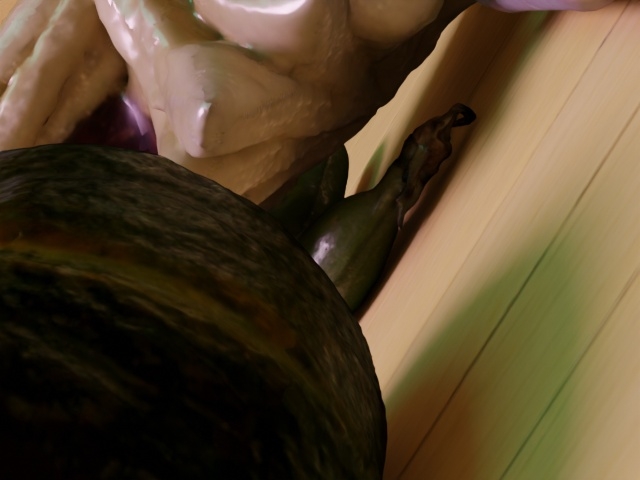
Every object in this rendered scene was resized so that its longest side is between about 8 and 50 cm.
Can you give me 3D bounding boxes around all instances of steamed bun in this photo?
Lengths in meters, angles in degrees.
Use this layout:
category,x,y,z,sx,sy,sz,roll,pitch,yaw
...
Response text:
category,x,y,z,sx,sy,sz,roll,pitch,yaw
steamed bun,-0.027,-0.103,0.894,0.428,0.189,0.247,-44,-25,-20

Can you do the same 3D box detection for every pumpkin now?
category,x,y,z,sx,sy,sz,roll,pitch,yaw
pumpkin,-0.105,0.122,0.582,0.320,0.192,0.320,-62,6,11

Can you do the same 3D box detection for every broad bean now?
category,x,y,z,sx,sy,sz,roll,pitch,yaw
broad bean,0.000,0.000,0.946,0.144,0.049,0.292,-55,8,-6

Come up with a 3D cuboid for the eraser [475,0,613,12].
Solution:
category,x,y,z,sx,sy,sz,roll,pitch,yaw
eraser,0.131,-0.194,0.694,0.243,0.059,0.204,-64,6,6
